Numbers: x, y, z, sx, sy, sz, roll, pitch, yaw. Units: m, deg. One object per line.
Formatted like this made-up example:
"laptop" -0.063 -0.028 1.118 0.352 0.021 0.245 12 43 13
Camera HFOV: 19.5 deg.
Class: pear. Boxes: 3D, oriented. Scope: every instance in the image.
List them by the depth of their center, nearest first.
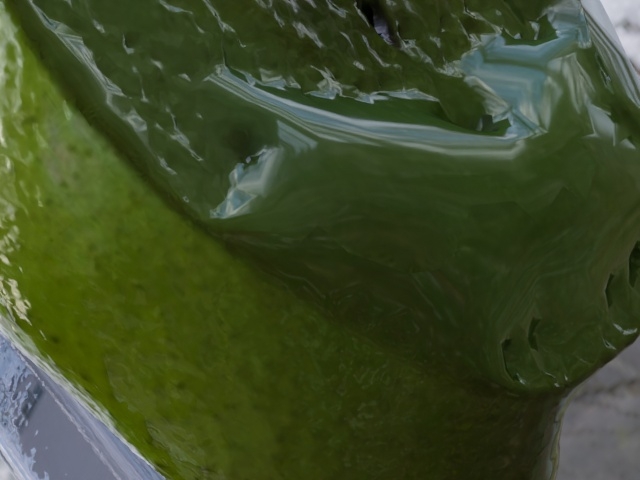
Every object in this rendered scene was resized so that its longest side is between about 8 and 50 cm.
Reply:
"pear" 0.000 0.000 0.849 0.342 0.318 0.238 -17 -21 -42

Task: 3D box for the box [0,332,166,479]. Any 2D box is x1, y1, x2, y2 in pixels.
"box" -0.147 0.174 1.447 0.190 0.370 0.112 19 -71 -44
